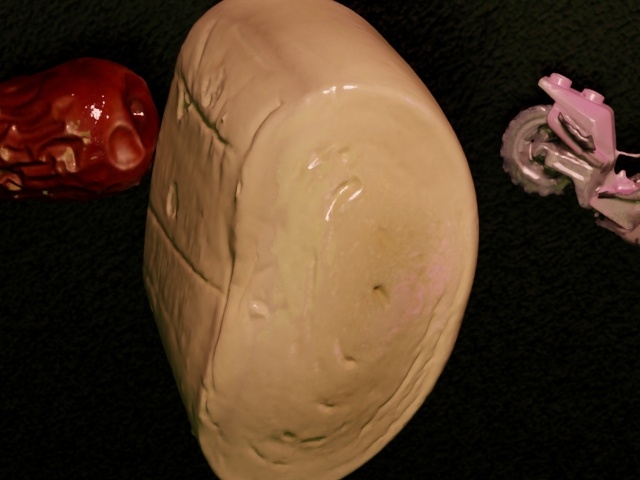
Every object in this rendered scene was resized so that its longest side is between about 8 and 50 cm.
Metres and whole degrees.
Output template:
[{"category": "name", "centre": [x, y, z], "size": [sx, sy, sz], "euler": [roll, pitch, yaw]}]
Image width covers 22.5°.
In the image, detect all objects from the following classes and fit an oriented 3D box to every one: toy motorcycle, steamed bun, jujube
[{"category": "toy motorcycle", "centre": [0.362, -0.081, 1.712], "size": [0.327, 0.143, 0.188], "euler": [29, 105, 10]}, {"category": "steamed bun", "centre": [0.000, 0.000, 1.651], "size": [0.290, 0.371, 0.456], "euler": [3, 117, -20]}, {"category": "jujube", "centre": [-0.292, -0.117, 1.762], "size": [0.230, 0.155, 0.155], "euler": [-4, 113, 19]}]
